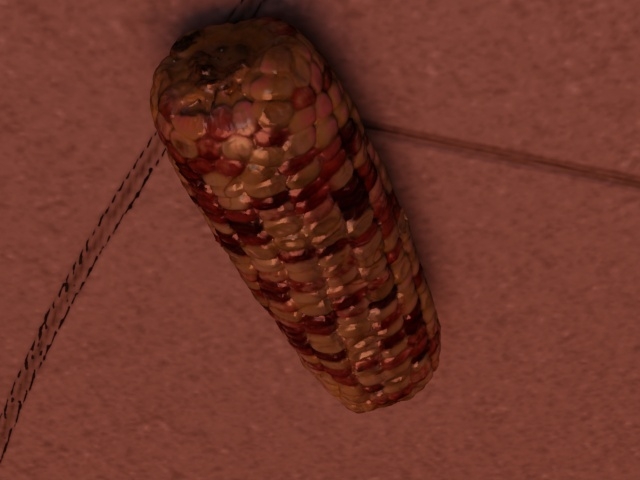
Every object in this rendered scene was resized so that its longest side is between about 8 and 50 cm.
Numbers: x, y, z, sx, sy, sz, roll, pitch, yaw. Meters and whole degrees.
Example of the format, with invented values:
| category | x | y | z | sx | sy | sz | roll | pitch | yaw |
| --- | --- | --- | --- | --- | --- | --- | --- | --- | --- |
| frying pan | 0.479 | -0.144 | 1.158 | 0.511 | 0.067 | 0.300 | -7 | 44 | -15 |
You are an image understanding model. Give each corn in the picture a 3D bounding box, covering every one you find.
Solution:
| category | x | y | z | sx | sy | sz | roll | pitch | yaw |
| --- | --- | --- | --- | --- | --- | --- | --- | --- | --- |
| corn | 0.000 | 0.000 | 0.743 | 0.086 | 0.086 | 0.253 | -14 | 135 | 14 |
